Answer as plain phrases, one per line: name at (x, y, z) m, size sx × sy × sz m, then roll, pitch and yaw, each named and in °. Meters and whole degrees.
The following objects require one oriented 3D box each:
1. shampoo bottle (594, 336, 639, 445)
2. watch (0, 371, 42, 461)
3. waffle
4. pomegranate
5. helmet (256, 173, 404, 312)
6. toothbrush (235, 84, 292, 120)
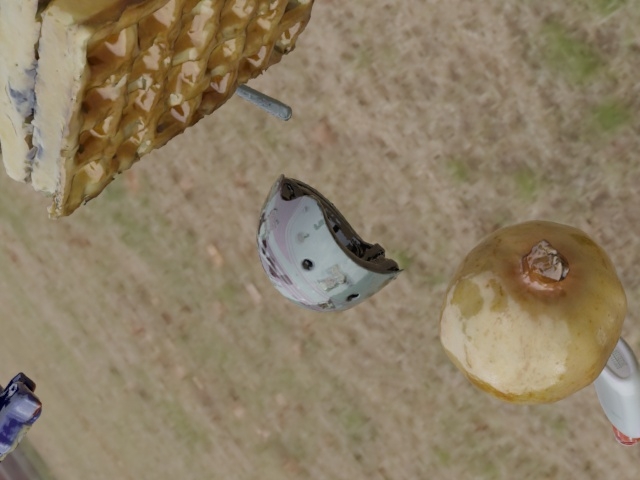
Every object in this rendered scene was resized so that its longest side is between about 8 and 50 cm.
shampoo bottle at (0.389, 0.201, 1.427) m, size 0.108 × 0.051 × 0.221 m, roll 63°, pitch 180°, yaw 40°
watch at (-0.465, 0.200, 1.304) m, size 0.200 × 0.196 × 0.171 m, roll 34°, pitch 180°, yaw -24°
waffle at (-0.111, -0.174, 0.841) m, size 0.091 × 0.308 × 0.213 m, roll 40°, pitch 143°, yaw 11°
pomegranate at (0.228, 0.078, 1.203) m, size 0.207 × 0.207 × 0.207 m, roll 45°, pitch 157°, yaw 25°
helmet at (-0.007, 0.014, 1.177) m, size 0.153 × 0.107 × 0.177 m, roll 35°, pitch -174°, yaw -25°
toothbrush at (-0.181, -0.281, 1.886) m, size 0.297 × 0.030 × 0.030 m, roll 27°, pitch 163°, yaw -7°
